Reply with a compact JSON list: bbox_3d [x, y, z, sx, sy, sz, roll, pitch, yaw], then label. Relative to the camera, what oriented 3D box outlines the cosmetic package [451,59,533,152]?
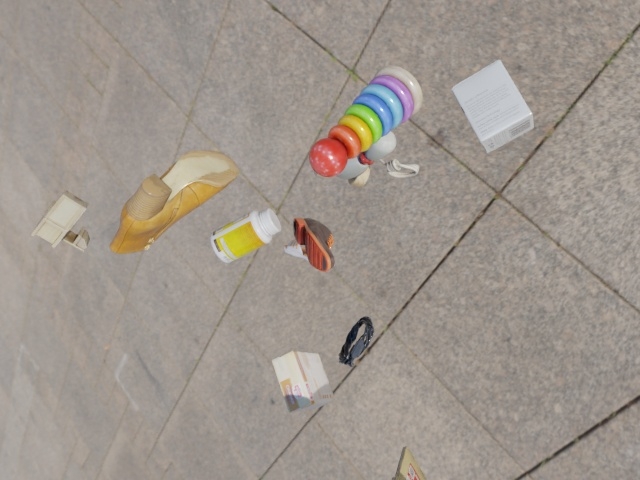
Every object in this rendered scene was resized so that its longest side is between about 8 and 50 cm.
[{"bbox_3d":[0.492,-0.377,1.464,0.151,0.151,0.183,-29,74,20],"label":"cosmetic package"}]

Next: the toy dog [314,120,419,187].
[{"bbox_3d":[0.120,-0.272,1.496,0.334,0.220,0.160,-8,69,45],"label":"toy dog"}]

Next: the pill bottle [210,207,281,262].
[{"bbox_3d":[-0.239,-0.020,1.662,0.215,0.117,0.117,-26,84,13],"label":"pill bottle"}]

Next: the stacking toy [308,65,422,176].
[{"bbox_3d":[0.098,-0.270,1.212,0.141,0.330,0.141,34,154,19],"label":"stacking toy"}]

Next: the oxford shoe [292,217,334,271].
[{"bbox_3d":[0.000,0.000,1.505,0.271,0.098,0.096,-123,31,-54],"label":"oxford shoe"}]

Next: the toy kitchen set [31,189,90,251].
[{"bbox_3d":[-0.331,-0.032,0.699,0.075,0.068,0.083,-46,28,13],"label":"toy kitchen set"}]

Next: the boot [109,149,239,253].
[{"bbox_3d":[-0.327,-0.085,1.143,0.104,0.295,0.211,48,128,6],"label":"boot"}]

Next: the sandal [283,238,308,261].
[{"bbox_3d":[-0.032,0.030,1.821,0.265,0.102,0.076,19,102,52],"label":"sandal"}]

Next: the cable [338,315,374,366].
[{"bbox_3d":[0.125,0.348,1.776,0.047,0.184,0.150,30,165,-10],"label":"cable"}]

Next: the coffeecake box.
[{"bbox_3d":[-0.043,0.379,1.384,0.068,0.185,0.142,-27,68,13],"label":"coffeecake box"}]

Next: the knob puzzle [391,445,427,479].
[{"bbox_3d":[0.186,0.563,1.062,0.030,0.213,0.213,-21,88,29],"label":"knob puzzle"}]
